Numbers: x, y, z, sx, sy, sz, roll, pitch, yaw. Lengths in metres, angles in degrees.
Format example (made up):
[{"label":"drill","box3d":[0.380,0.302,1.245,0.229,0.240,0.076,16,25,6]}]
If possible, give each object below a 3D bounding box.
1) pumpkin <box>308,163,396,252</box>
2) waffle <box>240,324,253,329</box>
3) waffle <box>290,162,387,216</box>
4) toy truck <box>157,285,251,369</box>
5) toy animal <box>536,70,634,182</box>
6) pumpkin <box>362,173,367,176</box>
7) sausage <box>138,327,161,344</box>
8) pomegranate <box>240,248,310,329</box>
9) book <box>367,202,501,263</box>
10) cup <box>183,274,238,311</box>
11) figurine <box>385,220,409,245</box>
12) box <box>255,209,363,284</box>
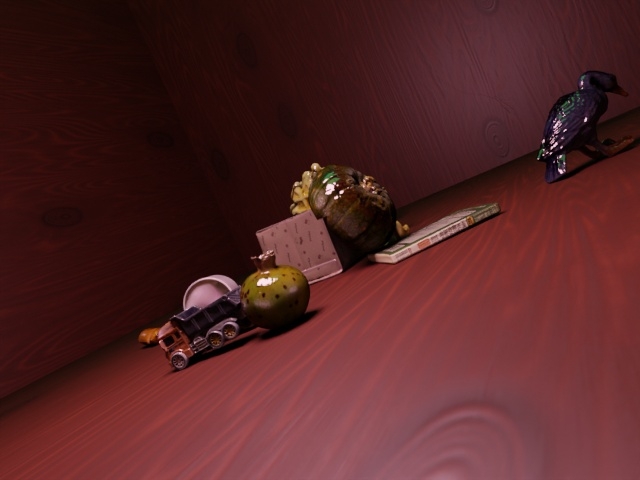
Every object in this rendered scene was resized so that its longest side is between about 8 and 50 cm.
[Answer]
[{"label":"pumpkin","box3d":[0.082,-0.085,1.147,0.159,0.238,0.238,-43,-4,20]},{"label":"waffle","box3d":[-0.215,0.184,1.069,0.254,0.052,0.245,-23,1,6]},{"label":"waffle","box3d":[0.056,-0.109,1.551,0.073,0.316,0.297,-74,4,-47]},{"label":"toy truck","box3d":[-0.211,0.157,0.889,0.192,0.092,0.083,-32,1,16]},{"label":"toy animal","box3d":[0.627,-0.269,1.144,0.298,0.185,0.122,-43,7,-1]},{"label":"pumpkin","box3d":[0.141,-0.148,2.126,0.198,0.333,0.332,-11,0,-8]},{"label":"sausage","box3d":[-0.543,0.311,1.540,0.183,0.054,0.062,-18,38,51]},{"label":"pomegranate","box3d":[-0.082,0.092,0.836,0.130,0.130,0.130,-24,2,1]},{"label":"book","box3d":[0.249,-0.014,1.090,0.264,0.027,0.202,-25,1,-8]},{"label":"cup","box3d":[-0.280,0.178,1.269,0.134,0.174,0.142,7,2,2]},{"label":"figurine","box3d":[0.204,-0.023,1.332,0.083,0.083,0.187,-24,-4,13]},{"label":"box","box3d":[0.000,0.000,1.382,0.225,0.191,0.297,-21,4,29]}]
